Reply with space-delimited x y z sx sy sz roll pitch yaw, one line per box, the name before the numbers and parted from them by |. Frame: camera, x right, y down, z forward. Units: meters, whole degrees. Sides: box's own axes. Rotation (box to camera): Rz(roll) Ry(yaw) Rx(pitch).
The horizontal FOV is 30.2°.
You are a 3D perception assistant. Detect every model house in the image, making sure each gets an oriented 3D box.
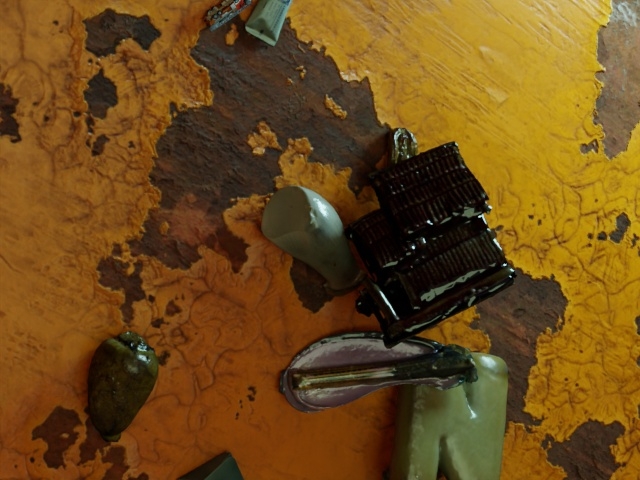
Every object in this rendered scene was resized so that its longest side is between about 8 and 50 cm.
model house | 0.165 0.004 2.031 0.317 0.297 0.283 -26 83 -10

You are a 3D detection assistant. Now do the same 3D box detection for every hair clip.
hair clip | 0.103 0.222 2.083 0.358 0.096 0.110 -4 114 -3

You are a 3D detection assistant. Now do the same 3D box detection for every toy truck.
toy truck | -0.149 -0.367 1.887 0.083 0.024 0.032 -40 137 -11

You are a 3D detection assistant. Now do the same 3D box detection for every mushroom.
mushroom | 0.000 0.000 2.009 0.116 0.093 0.225 -36 128 18

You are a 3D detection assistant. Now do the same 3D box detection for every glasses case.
glasses case | -0.149 0.505 2.058 0.105 0.056 0.266 -28 112 -18

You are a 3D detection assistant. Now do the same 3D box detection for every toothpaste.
toothpaste | -0.051 -0.430 1.917 0.060 0.038 0.233 24 93 -25

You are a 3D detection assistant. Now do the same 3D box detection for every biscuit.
biscuit | 0.239 0.338 2.170 0.236 0.062 0.291 15 76 -26

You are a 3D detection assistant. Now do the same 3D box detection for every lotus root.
lotus root | -0.323 0.244 1.899 0.108 0.094 0.191 17 100 7

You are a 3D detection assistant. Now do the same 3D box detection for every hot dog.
hot dog | 0.140 -0.155 2.067 0.058 0.035 0.083 -6 103 -31

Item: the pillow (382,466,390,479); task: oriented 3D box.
pillow | 0.233 0.579 2.176 0.310 0.138 0.283 26 45 -30
